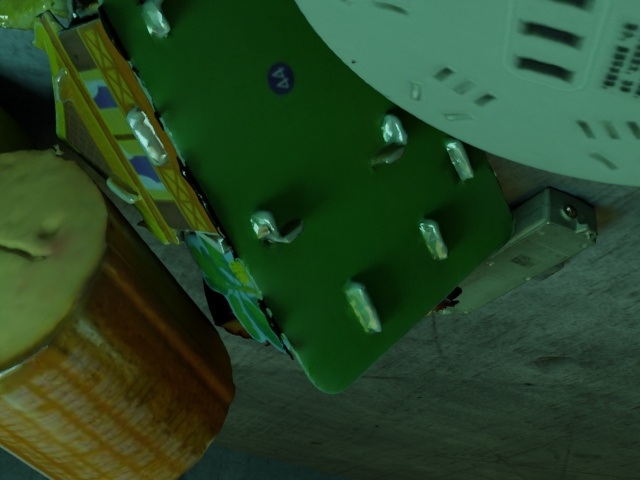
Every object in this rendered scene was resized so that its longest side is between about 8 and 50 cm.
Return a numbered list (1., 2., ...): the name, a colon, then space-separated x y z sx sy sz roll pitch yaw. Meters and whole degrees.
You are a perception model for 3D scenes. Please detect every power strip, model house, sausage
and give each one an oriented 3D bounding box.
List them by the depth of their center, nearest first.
1. power strip: 0.142 -0.179 0.540 0.357 0.162 0.357 21 163 7
2. model house: -0.057 -0.083 0.786 0.312 0.242 0.358 9 133 58
3. sausage: -0.234 0.091 0.885 0.233 0.233 0.287 1 148 21
4. power strip: 0.214 0.020 1.126 0.078 0.052 0.272 22 147 -21

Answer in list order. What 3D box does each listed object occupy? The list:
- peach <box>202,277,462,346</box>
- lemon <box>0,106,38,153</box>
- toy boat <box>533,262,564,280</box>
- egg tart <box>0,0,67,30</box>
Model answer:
1. peach: 0.000 0.000 1.034 0.257 0.201 0.362 -1 164 -11
2. lemon: -0.448 -0.025 1.007 0.347 0.348 0.348 9 156 4
3. toy boat: 0.240 0.022 1.195 0.115 0.016 0.063 16 154 -14
4. egg tart: -0.268 -0.246 0.744 0.197 0.078 0.197 9 155 4
